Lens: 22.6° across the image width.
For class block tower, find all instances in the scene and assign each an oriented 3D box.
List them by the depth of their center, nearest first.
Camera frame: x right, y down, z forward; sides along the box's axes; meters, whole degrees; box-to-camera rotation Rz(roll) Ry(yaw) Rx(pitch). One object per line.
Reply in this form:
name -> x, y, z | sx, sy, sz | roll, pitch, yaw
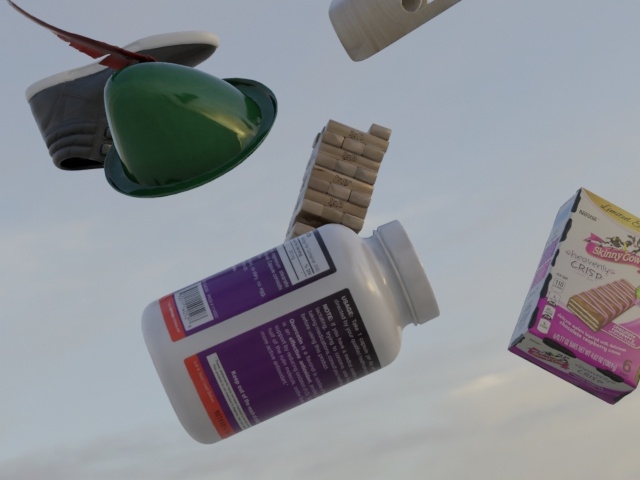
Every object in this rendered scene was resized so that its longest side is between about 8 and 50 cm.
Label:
block tower -> 0.000, 0.000, 2.142 | 0.097, 0.335, 0.091 | 20, -17, -6

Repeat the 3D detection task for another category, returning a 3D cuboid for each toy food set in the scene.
toy food set -> 0.131, -0.289, 1.729 | 0.219, 0.092, 0.306 | -31, 14, 14

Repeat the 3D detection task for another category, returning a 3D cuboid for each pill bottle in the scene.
pill bottle -> -0.033, 0.097, 1.854 | 0.323, 0.181, 0.181 | -23, -17, -2

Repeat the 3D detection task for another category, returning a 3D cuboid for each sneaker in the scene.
sneaker -> -0.259, -0.184, 2.204 | 0.295, 0.147, 0.104 | -19, -14, 16

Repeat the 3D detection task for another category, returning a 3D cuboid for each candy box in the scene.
candy box -> 0.353, 0.069, 2.040 | 0.159, 0.233, 0.071 | 27, -30, -6

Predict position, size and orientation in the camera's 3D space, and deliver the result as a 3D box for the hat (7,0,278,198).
hat -> -0.168, -0.159, 1.496 | 0.208, 0.173, 0.183 | -20, -54, 8
